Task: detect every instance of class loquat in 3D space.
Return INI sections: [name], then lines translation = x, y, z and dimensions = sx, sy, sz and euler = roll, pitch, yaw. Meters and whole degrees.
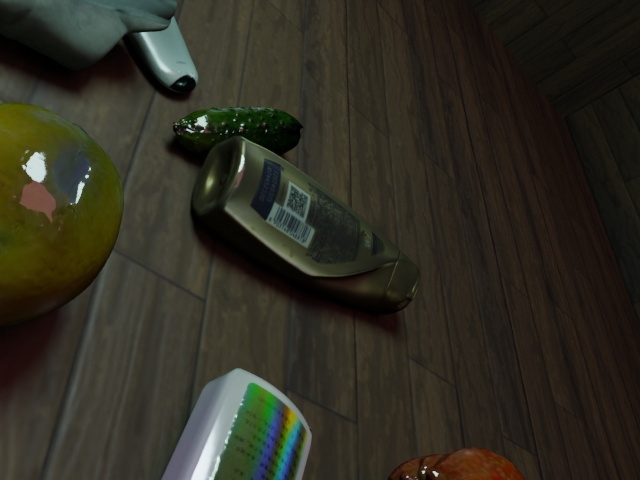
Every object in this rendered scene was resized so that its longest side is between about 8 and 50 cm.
[loquat]
translation = -0.228, -0.017, 0.486
dimensions = 0.152, 0.152, 0.195
euler = 40, 46, -28

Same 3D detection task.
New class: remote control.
[remote control]
translation = -0.222, -0.301, 0.824
dimensions = 0.097, 0.045, 0.256
euler = -21, 83, -58

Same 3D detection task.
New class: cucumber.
[cucumber]
translation = -0.102, -0.139, 0.836
dimensions = 0.227, 0.069, 0.069
euler = -12, 74, -52

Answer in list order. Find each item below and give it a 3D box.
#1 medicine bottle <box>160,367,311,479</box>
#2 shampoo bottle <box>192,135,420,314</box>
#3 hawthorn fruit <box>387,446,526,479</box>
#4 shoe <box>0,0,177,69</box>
[medicine bottle]
translation = -0.079, 0.222, 0.547
dimensions = 0.115, 0.078, 0.219
euler = 48, 33, -20
[shampoo bottle]
translation = 0.000, 0.000, 0.837
dimensions = 0.350, 0.084, 0.126
euler = 31, 58, -37
[hawthorn fruit]
translation = 0.158, 0.340, 0.666
dimensions = 0.253, 0.205, 0.205
euler = 53, 32, -17
[shoe]
translation = -0.264, -0.229, 0.672
dimensions = 0.251, 0.103, 0.100
euler = -12, 116, -44
